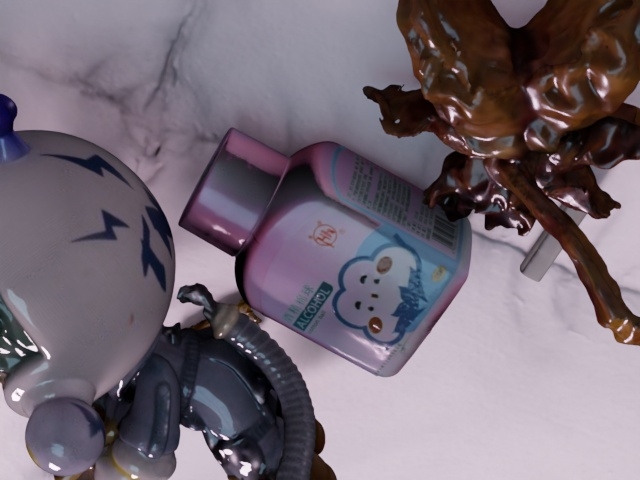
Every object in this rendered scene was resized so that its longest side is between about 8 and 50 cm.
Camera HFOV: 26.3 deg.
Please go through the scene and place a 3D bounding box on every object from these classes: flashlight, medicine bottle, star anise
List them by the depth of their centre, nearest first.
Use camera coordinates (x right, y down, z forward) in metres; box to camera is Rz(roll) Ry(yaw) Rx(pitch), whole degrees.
[{"bbox_3d":[0.164,-0.059,0.868,0.237,0.148,0.346,-40,91,28],"label":"star anise"},{"bbox_3d":[0.000,0.000,0.965,0.188,0.094,0.119,29,120,-8],"label":"medicine bottle"},{"bbox_3d":[0.170,-0.007,0.976,0.018,0.018,0.083,26,121,-5],"label":"flashlight"}]

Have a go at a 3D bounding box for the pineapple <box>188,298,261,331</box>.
[{"bbox_3d":[-0.077,0.078,1.071,0.083,0.019,0.045,-27,110,20],"label":"pineapple"}]

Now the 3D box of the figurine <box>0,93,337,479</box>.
[{"bbox_3d":[-0.147,0.069,0.947,0.186,0.261,0.382,-41,121,0],"label":"figurine"}]
